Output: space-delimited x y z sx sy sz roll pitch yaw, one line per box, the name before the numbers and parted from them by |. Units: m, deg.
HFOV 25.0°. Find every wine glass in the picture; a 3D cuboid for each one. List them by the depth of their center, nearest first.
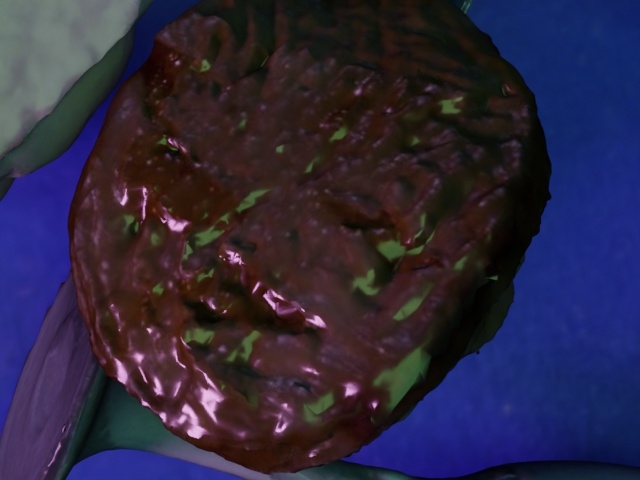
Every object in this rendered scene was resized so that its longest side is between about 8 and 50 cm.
wine glass | 0.055 0.148 0.427 0.310 0.264 0.096 23 121 -19

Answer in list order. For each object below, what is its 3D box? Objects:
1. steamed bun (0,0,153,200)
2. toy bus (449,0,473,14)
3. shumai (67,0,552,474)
steamed bun | -0.138 -0.085 0.415 0.183 0.106 0.182 -3 99 -18
toy bus | 0.011 -0.076 0.479 0.064 0.075 0.190 29 85 -20
shumai | -0.003 0.003 0.404 0.123 0.139 0.105 14 134 10
